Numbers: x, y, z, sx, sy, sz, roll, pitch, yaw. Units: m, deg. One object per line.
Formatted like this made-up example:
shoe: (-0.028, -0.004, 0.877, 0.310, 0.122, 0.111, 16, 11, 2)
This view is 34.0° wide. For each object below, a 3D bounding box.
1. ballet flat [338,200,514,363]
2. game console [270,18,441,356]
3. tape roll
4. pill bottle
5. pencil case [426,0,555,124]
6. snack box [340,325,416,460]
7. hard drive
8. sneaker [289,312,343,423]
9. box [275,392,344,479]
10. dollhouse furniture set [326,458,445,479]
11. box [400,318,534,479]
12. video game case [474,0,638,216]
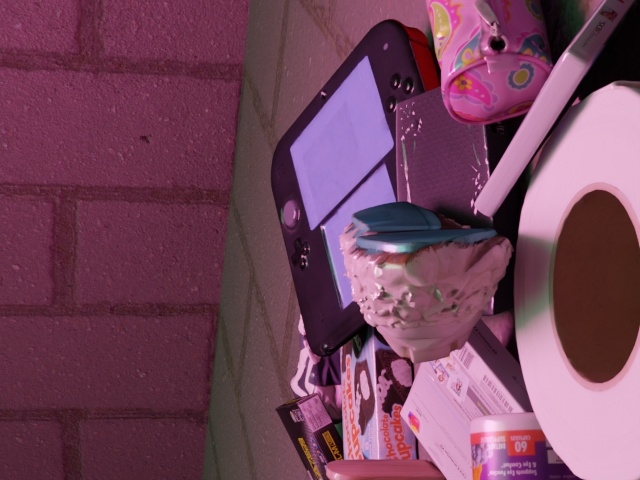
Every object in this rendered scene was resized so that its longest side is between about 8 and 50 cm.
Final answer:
ballet flat: (0.096, 0.041, 0.976, 0.409, 0.147, 0.147, -92, 5, -84)
game console: (0.052, -0.067, 1.411, 0.386, 0.060, 0.342, -45, 46, 49)
tape roll: (0.240, 0.032, 0.756, 0.286, 0.100, 0.286, -178, 90, -78)
pill bottle: (0.189, 0.251, 0.920, 0.108, 0.108, 0.193, 134, 136, -71)
pencil case: (0.164, -0.259, 1.066, 0.124, 0.124, 0.284, 116, 153, -60)
snack box: (0.079, 0.233, 1.502, 0.187, 0.060, 0.322, 129, 141, -69)
hard drive: (0.150, -0.042, 1.156, 0.172, 0.054, 0.255, -12, 80, 60)
sneaker: (-0.008, 0.204, 1.799, 0.153, 0.094, 0.235, 141, 120, -62)
box: (0.002, 0.341, 1.688, 0.191, 0.045, 0.184, 63, 161, 4)
dollhouse furniture set: (0.048, 0.478, 1.171, 0.394, 0.256, 0.362, -153, 66, -75)
box: (0.158, 0.179, 1.113, 0.145, 0.038, 0.186, 53, 144, 33)
video game case: (0.206, -0.134, 0.859, 0.183, 0.023, 0.201, -50, -9, -33)
